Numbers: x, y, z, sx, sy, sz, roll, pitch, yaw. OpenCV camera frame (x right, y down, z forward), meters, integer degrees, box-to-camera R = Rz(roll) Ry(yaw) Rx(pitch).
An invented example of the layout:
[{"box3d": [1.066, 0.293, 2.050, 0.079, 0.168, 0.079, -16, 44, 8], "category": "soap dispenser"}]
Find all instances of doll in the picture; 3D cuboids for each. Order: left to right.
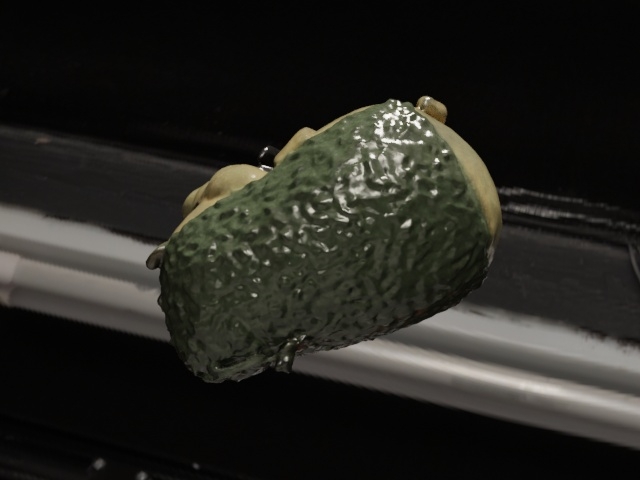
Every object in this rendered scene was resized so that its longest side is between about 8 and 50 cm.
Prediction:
[{"box3d": [0.000, 0.000, 0.953, 0.349, 0.247, 0.247, -30, -79, -4], "category": "doll"}]
